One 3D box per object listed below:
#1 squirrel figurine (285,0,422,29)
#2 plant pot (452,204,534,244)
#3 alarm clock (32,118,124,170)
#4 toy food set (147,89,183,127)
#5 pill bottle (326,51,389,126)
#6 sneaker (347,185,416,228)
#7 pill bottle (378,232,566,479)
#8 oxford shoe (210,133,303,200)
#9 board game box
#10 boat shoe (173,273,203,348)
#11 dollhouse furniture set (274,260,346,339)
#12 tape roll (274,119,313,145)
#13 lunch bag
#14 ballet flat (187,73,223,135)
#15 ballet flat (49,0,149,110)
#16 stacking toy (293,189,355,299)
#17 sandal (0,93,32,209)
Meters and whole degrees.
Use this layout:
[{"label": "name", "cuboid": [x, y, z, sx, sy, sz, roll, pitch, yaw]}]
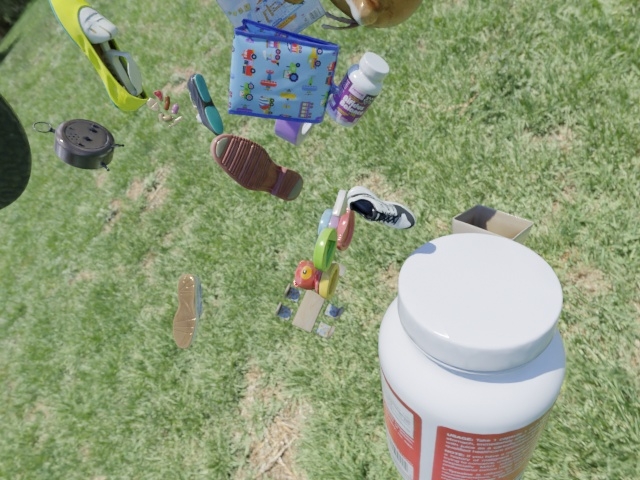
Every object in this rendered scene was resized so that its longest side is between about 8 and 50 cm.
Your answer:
[{"label": "squirrel figurine", "cuboid": [-0.011, -0.436, 0.506, 0.281, 0.397, 0.370, -41, 84, -7]}, {"label": "plant pot", "cuboid": [0.305, 0.006, 0.790, 0.109, 0.109, 0.096, 26, 125, 35]}, {"label": "alarm clock", "cuboid": [-0.588, -0.244, 1.043, 0.064, 0.192, 0.129, 125, 157, -43]}, {"label": "toy food set", "cuboid": [-0.479, -0.410, 1.331, 0.078, 0.122, 0.019, -35, 7, -1]}, {"label": "pill bottle", "cuboid": [0.163, -0.653, 1.878, 0.301, 0.169, 0.169, -49, 33, 47]}, {"label": "sneaker", "cuboid": [0.066, -0.029, 0.479, 0.037, 0.083, 0.032, -70, 4, -57]}, {"label": "pill bottle", "cuboid": [0.201, 0.196, 0.612, 0.229, 0.407, 0.229, -6, 42, 5]}, {"label": "oxford shoe", "cuboid": [-0.228, -0.237, 1.423, 0.147, 0.397, 0.140, 28, 89, 37]}, {"label": "board game box", "cuboid": [-0.193, -0.881, 1.566, 0.319, 0.318, 0.066, -30, 40, 11]}, {"label": "boat shoe", "cuboid": [-0.488, 0.268, 1.643, 0.098, 0.096, 0.276, 2, 83, 18]}, {"label": "dollhouse furniture set", "cuboid": [-0.016, 0.197, 1.522, 0.212, 0.161, 0.242, 24, 66, 1]}, {"label": "tape roll", "cuboid": [-0.060, -0.479, 1.544, 0.090, 0.275, 0.274, 29, 86, 2]}, {"label": "lunch bag", "cuboid": [-0.089, -0.445, 1.183, 0.138, 0.293, 0.220, -86, 8, -52]}, {"label": "ballet flat", "cuboid": [-0.375, -0.428, 1.388, 0.074, 0.203, 0.074, -19, 12, 4]}, {"label": "ballet flat", "cuboid": [-0.389, -0.348, 0.789, 0.077, 0.231, 0.077, -1, 41, 25]}, {"label": "stacking toy", "cuboid": [0.000, 0.000, 1.357, 0.131, 0.279, 0.308, 12, 64, 17]}, {"label": "sandal", "cuboid": [-0.446, -0.189, 0.387, 0.168, 0.445, 0.107, -26, 56, -3]}]
